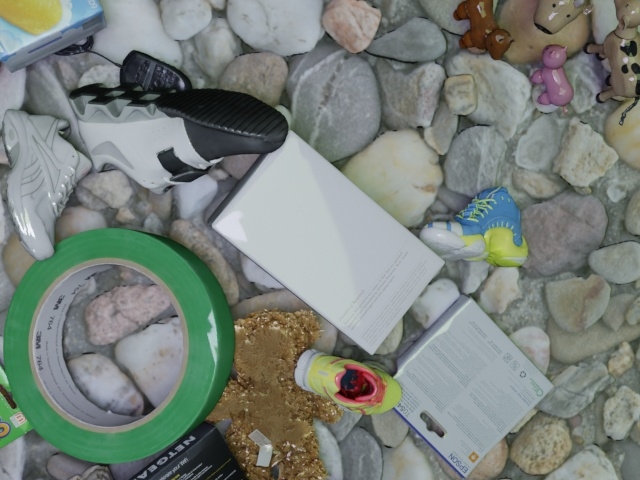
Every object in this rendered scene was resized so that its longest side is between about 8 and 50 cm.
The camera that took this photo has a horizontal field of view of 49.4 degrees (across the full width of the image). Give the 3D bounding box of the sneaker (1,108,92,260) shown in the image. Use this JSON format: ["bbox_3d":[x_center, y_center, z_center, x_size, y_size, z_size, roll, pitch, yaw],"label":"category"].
[{"bbox_3d":[-0.378,-0.085,0.975,0.115,0.090,0.232,-6,71,-20],"label":"sneaker"}]

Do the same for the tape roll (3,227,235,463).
[{"bbox_3d":[-0.284,0.144,0.984,0.321,0.077,0.321,-1,87,11],"label":"tape roll"}]

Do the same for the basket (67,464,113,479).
[{"bbox_3d":[-0.386,0.526,0.923,0.328,0.331,0.266,-26,96,-8],"label":"basket"}]

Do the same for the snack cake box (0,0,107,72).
[{"bbox_3d":[-0.422,-0.382,0.934,0.152,0.089,0.264,-31,97,-11],"label":"snack cake box"}]

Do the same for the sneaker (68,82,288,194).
[{"bbox_3d":[-0.192,-0.133,0.978,0.330,0.122,0.146,10,120,23],"label":"sneaker"}]

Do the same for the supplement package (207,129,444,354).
[{"bbox_3d":[0.000,0.000,1.035,0.293,0.177,0.175,39,86,-12],"label":"supplement package"}]

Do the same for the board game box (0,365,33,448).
[{"bbox_3d":[-0.558,0.287,1.021,0.259,0.039,0.124,-31,100,-5],"label":"board game box"}]

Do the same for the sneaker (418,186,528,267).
[{"bbox_3d":[0.241,-0.030,1.106,0.240,0.091,0.126,13,75,-43],"label":"sneaker"}]

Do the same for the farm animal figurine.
[{"bbox_3d":[0.397,-0.378,1.086,0.330,0.172,0.326,14,91,-12],"label":"farm animal figurine"}]

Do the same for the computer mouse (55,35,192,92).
[{"bbox_3d":[-0.304,-0.263,1.034,0.242,0.041,0.071,25,106,-7],"label":"computer mouse"}]

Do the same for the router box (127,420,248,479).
[{"bbox_3d":[-0.194,0.364,0.981,0.179,0.046,0.133,-34,107,-29],"label":"router box"}]

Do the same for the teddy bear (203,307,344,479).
[{"bbox_3d":[-0.079,0.263,1.087,0.245,0.113,0.338,-20,105,-2],"label":"teddy bear"}]

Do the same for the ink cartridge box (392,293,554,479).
[{"bbox_3d":[0.239,0.244,1.165,0.224,0.045,0.223,-44,100,-4],"label":"ink cartridge box"}]

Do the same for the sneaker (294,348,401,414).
[{"bbox_3d":[0.060,0.222,1.037,0.208,0.094,0.081,23,78,-41],"label":"sneaker"}]
